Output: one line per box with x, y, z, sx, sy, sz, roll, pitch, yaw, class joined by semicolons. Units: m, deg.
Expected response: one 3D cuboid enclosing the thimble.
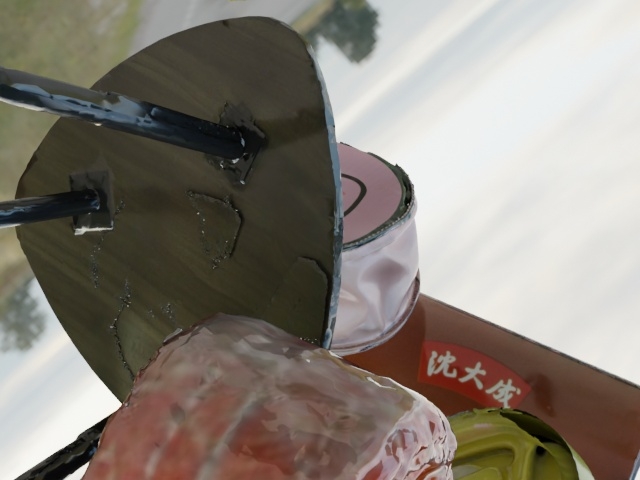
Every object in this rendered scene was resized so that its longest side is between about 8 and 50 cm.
-0.028;0.175;0.818;0.239;0.162;0.239;-50;151;-42;thimble

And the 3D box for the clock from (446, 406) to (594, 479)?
0.105;0.269;1.159;0.277;0.071;0.293;-23;-145;38;clock

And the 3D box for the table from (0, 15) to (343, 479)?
-0.160;-0.004;0.902;0.317;0.317;0.249;-35;164;35;table

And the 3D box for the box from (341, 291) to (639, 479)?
0.165;0.182;1.532;0.122;0.344;0.385;-64;166;-12;box

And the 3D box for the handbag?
0.000;-0.001;1.276;0.205;0.179;0.116;-52;154;-49;handbag
